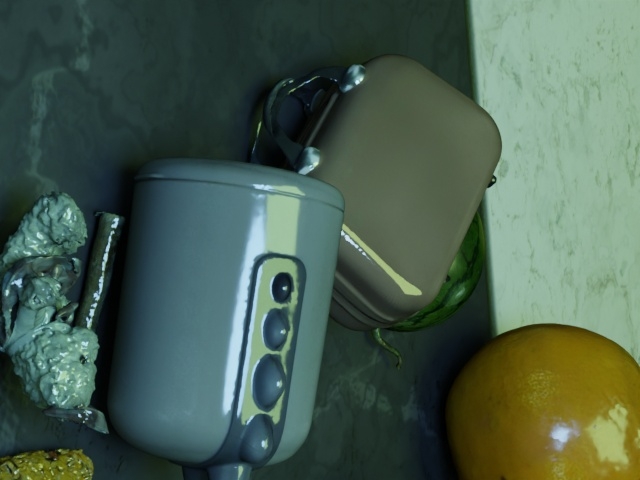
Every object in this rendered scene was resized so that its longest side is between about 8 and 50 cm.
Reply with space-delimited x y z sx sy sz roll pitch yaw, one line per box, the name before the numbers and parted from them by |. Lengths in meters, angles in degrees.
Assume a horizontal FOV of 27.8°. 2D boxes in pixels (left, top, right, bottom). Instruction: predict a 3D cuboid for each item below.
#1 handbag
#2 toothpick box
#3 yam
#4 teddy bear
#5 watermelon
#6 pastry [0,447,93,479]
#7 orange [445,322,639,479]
handbag | 0.045 -0.079 1.479 0.283 0.149 0.302 39 58 -18
toothpick box | -0.090 0.089 1.253 0.229 0.229 0.316 16 80 -54
yam | -0.217 0.037 1.248 0.027 0.033 0.129 54 49 -77
teddy bear | -0.250 0.066 1.124 0.133 0.111 0.213 104 -20 -73
watermelon | 0.140 0.023 1.661 0.204 0.127 0.232 55 53 -39
pastry | -0.265 0.227 1.169 0.140 0.056 0.080 15 87 -60
orange | 0.321 0.263 1.787 0.312 0.312 0.312 -5 96 -54
